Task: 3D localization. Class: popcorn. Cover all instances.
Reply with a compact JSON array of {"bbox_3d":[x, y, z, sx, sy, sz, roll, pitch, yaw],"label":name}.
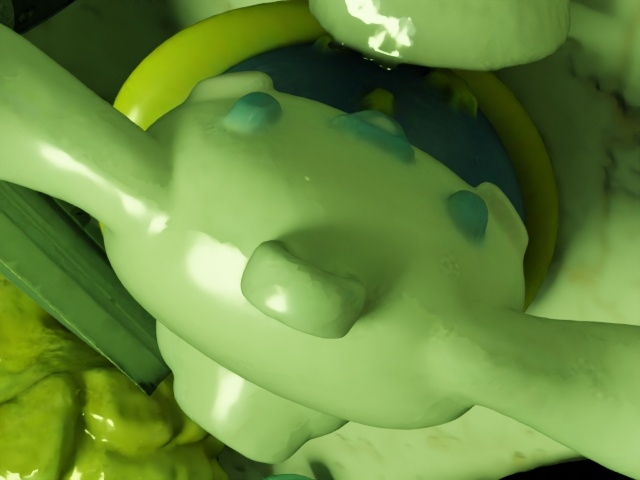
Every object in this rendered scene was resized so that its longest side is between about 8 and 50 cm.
[{"bbox_3d":[-0.155,0.112,0.839,0.226,0.200,0.203,113,145,-78],"label":"popcorn"}]

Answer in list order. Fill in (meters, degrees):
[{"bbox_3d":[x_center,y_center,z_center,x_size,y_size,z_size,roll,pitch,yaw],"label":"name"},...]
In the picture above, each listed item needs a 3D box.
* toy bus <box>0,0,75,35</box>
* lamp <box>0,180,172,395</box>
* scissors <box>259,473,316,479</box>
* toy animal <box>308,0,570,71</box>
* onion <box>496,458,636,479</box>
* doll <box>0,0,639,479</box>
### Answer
[{"bbox_3d":[-0.114,-0.205,0.591,0.133,0.125,0.292,42,138,7],"label":"toy bus"},{"bbox_3d":[-0.199,-0.059,0.707,0.266,0.047,0.269,34,168,41],"label":"lamp"},{"bbox_3d":[0.030,0.289,0.811,0.032,0.180,0.393,-10,123,42],"label":"scissors"},{"bbox_3d":[0.037,-0.172,0.495,0.131,0.104,0.220,28,133,27],"label":"toy animal"},{"bbox_3d":[0.096,0.259,0.611,0.337,0.282,0.260,-17,103,47],"label":"onion"},{"bbox_3d":[-0.030,-0.001,0.548,0.311,0.242,0.159,23,118,-20],"label":"doll"}]
